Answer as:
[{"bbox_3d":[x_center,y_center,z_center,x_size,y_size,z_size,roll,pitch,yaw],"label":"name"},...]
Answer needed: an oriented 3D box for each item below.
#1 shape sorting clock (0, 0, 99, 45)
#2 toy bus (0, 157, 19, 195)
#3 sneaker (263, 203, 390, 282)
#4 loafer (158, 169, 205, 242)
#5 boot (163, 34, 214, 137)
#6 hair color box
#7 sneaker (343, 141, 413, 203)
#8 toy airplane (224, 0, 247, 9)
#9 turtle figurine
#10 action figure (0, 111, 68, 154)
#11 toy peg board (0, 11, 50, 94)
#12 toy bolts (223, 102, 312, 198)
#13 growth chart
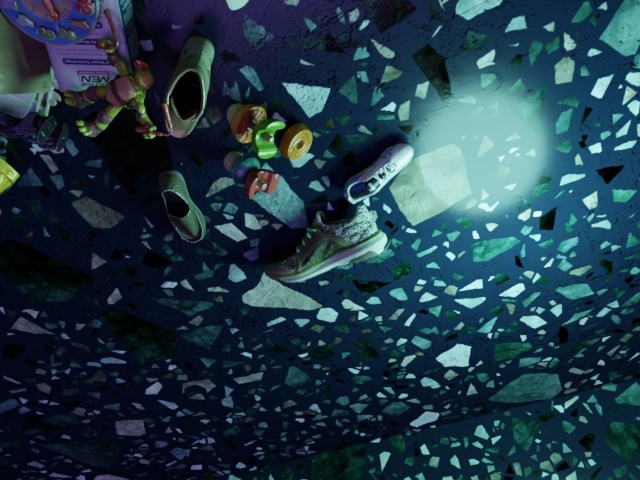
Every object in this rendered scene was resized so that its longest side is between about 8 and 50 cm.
[{"bbox_3d":[-0.532,-0.478,0.966,0.206,0.040,0.206,-2,131,-2],"label":"shape sorting clock"},{"bbox_3d":[-0.895,-0.125,1.240,0.220,0.212,0.149,-1,147,36],"label":"toy bus"},{"bbox_3d":[0.000,0.000,1.553,0.410,0.158,0.182,-20,100,14],"label":"sneaker"},{"bbox_3d":[-0.404,-0.080,1.441,0.094,0.087,0.251,-12,131,6],"label":"loafer"},{"bbox_3d":[-0.314,-0.316,1.160,0.095,0.204,0.262,17,127,-21],"label":"boot"},{"bbox_3d":[-0.493,-0.493,1.052,0.173,0.105,0.347,0,131,-4],"label":"hair color box"},{"bbox_3d":[0.165,-0.183,1.406,0.237,0.086,0.085,-37,123,23],"label":"sneaker"},{"bbox_3d":[-0.177,-0.612,0.851,0.384,0.273,0.386,-34,146,32],"label":"toy airplane"},{"bbox_3d":[-0.440,-0.328,1.080,0.217,0.087,0.270,-20,109,18],"label":"turtle figurine"},{"bbox_3d":[-0.768,-0.277,1.197,0.284,0.099,0.185,9,159,3],"label":"action figure"},{"bbox_3d":[-0.669,-0.404,1.073,0.079,0.161,0.161,16,112,10],"label":"toy peg board"},{"bbox_3d":[-0.160,-0.245,1.322,0.218,0.158,0.229,-15,137,-51],"label":"toy bolts"},{"bbox_3d":[-0.715,-0.369,1.200,0.172,0.021,0.237,31,122,-29],"label":"growth chart"}]
